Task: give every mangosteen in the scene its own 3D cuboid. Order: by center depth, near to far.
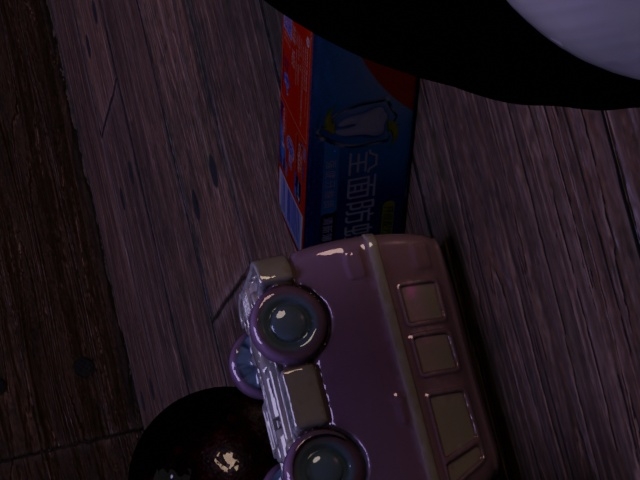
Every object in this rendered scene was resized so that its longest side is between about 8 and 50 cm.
[{"bbox_3d":[-0.065,0.216,1.427,0.210,0.210,0.210,169,90,-76],"label":"mangosteen"}]

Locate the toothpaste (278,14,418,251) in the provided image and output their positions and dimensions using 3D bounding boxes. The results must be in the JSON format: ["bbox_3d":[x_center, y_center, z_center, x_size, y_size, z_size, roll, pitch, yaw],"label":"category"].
[{"bbox_3d":[0.019,-0.123,1.070,0.320,0.076,0.066,93,160,-46],"label":"toothpaste"}]

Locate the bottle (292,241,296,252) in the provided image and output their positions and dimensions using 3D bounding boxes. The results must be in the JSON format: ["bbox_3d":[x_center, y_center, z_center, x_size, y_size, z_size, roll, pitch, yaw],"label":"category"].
[{"bbox_3d":[0.000,0.000,1.312,0.045,0.045,0.096,123,136,-71],"label":"bottle"}]

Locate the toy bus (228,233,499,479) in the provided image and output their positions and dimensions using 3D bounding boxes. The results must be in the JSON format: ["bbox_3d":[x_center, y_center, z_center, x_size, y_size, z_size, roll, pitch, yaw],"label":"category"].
[{"bbox_3d":[0.028,0.107,1.077,0.142,0.142,0.202,122,136,-71],"label":"toy bus"}]

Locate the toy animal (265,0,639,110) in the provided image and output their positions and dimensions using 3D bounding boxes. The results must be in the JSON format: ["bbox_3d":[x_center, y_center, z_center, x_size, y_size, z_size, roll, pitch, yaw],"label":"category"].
[{"bbox_3d":[0.111,-0.152,0.402,0.310,0.251,0.251,10,111,64],"label":"toy animal"}]
